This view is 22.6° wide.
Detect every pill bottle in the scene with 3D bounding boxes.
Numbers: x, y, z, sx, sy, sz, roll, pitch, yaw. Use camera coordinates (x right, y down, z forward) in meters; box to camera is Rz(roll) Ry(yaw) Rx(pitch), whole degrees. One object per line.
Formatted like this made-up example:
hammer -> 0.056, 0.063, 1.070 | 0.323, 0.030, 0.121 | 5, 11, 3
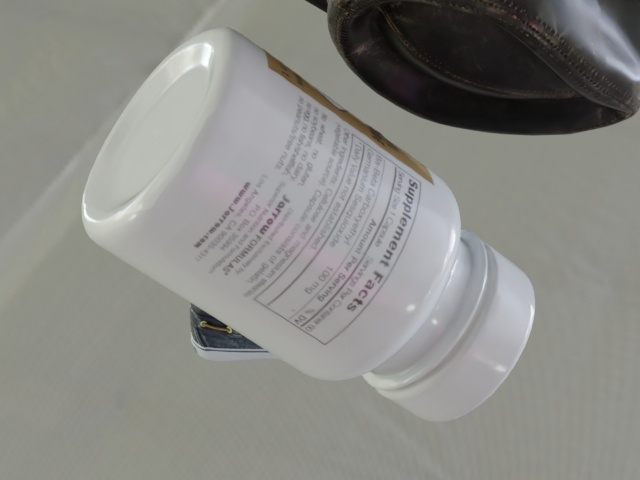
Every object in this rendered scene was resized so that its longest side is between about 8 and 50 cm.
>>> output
pill bottle -> 0.000, 0.000, 0.857 | 0.229, 0.131, 0.131 | 34, -154, -25

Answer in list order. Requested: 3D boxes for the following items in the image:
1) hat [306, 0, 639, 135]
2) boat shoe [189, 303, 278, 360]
hat -> 0.105, -0.135, 0.865 | 0.331, 0.331, 0.134 | 4, -114, 0
boat shoe -> -0.035, 0.067, 1.515 | 0.183, 0.083, 0.065 | -5, -138, 0
